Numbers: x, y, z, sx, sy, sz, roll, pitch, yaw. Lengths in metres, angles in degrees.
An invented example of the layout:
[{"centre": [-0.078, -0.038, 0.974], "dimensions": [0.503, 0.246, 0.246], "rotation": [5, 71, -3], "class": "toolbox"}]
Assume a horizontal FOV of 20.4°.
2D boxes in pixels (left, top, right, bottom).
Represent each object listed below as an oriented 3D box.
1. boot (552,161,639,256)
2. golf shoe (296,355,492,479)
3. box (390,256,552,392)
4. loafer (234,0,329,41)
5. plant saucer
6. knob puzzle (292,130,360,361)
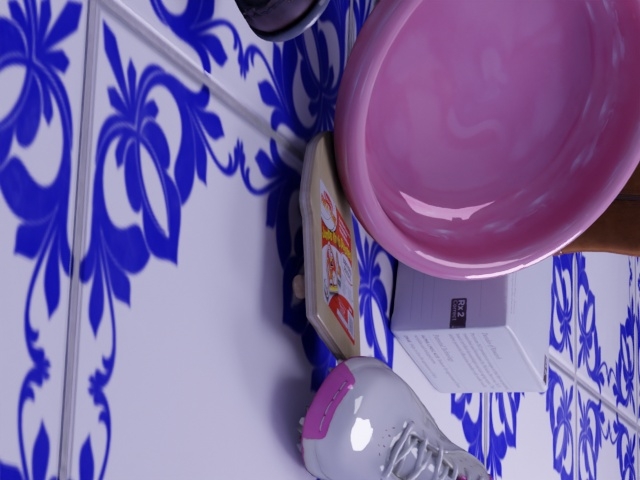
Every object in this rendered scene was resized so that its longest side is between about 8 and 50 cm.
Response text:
[{"centre": [0.285, -0.099, 1.917], "dimensions": [0.096, 0.280, 0.264], "rotation": [54, 38, -57], "class": "boot"}, {"centre": [0.082, 0.188, 1.485], "dimensions": [0.115, 0.140, 0.306], "rotation": [-60, 150, -11], "class": "golf shoe"}, {"centre": [0.156, 0.040, 1.774], "dimensions": [0.182, 0.119, 0.181], "rotation": [53, 38, -58], "class": "box"}, {"centre": [-0.046, -0.288, 1.317], "dimensions": [0.095, 0.109, 0.303], "rotation": [33, 47, -43], "class": "loafer"}, {"centre": [0.149, -0.130, 1.551], "dimensions": [0.084, 0.332, 0.332], "rotation": [40, -27, 51], "class": "plant saucer"}, {"centre": [0.000, 0.000, 1.468], "dimensions": [0.213, 0.030, 0.213], "rotation": [-6, 90, -78], "class": "knob puzzle"}]
